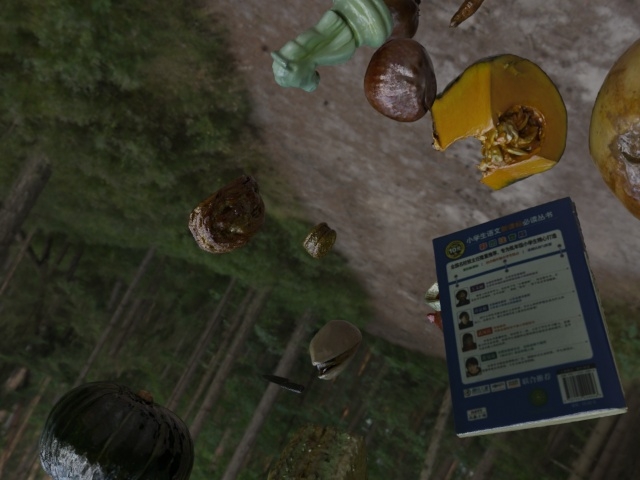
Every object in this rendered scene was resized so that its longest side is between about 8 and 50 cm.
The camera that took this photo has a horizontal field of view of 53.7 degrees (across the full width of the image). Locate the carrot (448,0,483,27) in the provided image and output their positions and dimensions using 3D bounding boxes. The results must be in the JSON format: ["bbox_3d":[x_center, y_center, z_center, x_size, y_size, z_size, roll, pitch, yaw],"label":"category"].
[{"bbox_3d":[0.424,-0.664,1.678,0.059,0.248,0.059,34,-169,-7],"label":"carrot"}]

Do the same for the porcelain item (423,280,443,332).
[{"bbox_3d":[0.420,0.219,1.906,0.252,0.253,0.253,28,176,2],"label":"porcelain item"}]

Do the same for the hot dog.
[{"bbox_3d":[-0.241,-0.080,1.781,0.114,0.259,0.175,6,129,45],"label":"hot dog"}]

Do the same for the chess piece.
[{"bbox_3d":[0.013,-0.456,1.475,0.176,0.298,0.176,47,173,8],"label":"chess piece"}]

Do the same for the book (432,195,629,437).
[{"bbox_3d":[0.371,0.137,1.198,0.300,0.428,0.039,-18,143,27],"label":"book"}]

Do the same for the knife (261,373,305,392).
[{"bbox_3d":[-0.069,0.251,1.125,0.170,0.023,0.010,-5,106,60],"label":"knife"}]

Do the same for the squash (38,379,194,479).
[{"bbox_3d":[-0.283,0.291,0.879,0.218,0.173,0.218,28,179,1],"label":"squash"}]

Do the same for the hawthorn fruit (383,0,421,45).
[{"bbox_3d":[0.156,-0.644,1.761,0.248,0.208,0.208,3,167,19],"label":"hawthorn fruit"}]

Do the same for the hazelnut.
[{"bbox_3d":[0.154,-0.299,1.186,0.143,0.154,0.143,1,-161,0],"label":"hazelnut"}]

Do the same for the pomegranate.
[{"bbox_3d":[0.550,-0.170,0.917,0.322,0.322,0.322,28,176,2],"label":"pomegranate"}]

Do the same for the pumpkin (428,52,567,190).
[{"bbox_3d":[0.434,-0.289,1.525,0.303,0.256,0.225,30,161,-20],"label":"pumpkin"}]

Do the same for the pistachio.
[{"bbox_3d":[0.042,0.335,1.956,0.153,0.238,0.138,-20,107,37],"label":"pistachio"}]

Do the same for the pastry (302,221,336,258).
[{"bbox_3d":[0.000,0.000,1.765,0.057,0.097,0.109,40,178,19],"label":"pastry"}]

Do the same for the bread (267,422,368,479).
[{"bbox_3d":[-0.001,0.351,0.838,0.102,0.138,0.196,10,130,23],"label":"bread"}]
